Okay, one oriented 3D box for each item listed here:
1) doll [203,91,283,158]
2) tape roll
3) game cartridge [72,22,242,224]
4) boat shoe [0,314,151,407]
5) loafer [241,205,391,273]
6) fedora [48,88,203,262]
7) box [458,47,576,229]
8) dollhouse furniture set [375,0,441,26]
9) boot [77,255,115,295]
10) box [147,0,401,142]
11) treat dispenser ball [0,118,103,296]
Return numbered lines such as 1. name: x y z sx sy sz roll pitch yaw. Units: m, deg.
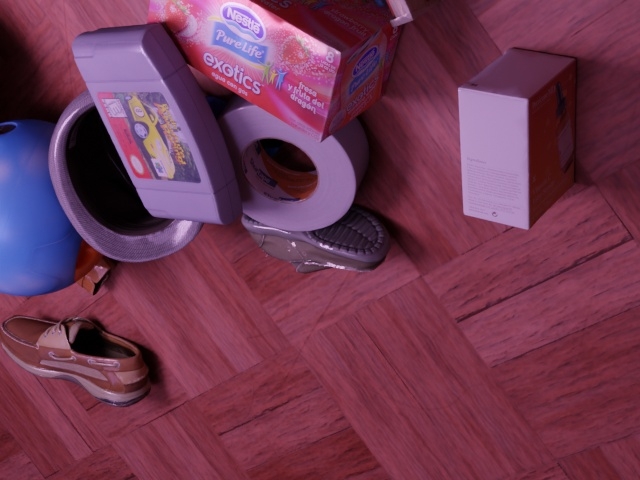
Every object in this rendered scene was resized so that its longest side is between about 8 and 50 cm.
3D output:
1. doll: -0.106 -0.173 1.732 0.189 0.046 0.129 15 128 33
2. tape roll: -0.045 -0.117 1.653 0.219 0.072 0.219 13 136 13
3. game cartridge: -0.218 -0.154 1.638 0.196 0.060 0.294 3 125 43
4. boat shoe: -0.455 0.197 2.241 0.324 0.122 0.120 18 124 20
5. loafer: 0.000 0.000 1.744 0.251 0.094 0.087 16 140 37
6. fedora: -0.281 -0.117 1.829 0.243 0.124 0.275 -21 106 15
7. box: 0.236 -0.122 1.419 0.091 0.130 0.170 16 128 32
8. dollhouse furniture set: 0.031 -0.335 1.442 0.129 0.129 0.184 -12 110 44
9. boot: -0.459 0.044 2.161 0.152 0.073 0.197 44 140 1
10. box: -0.062 -0.278 1.545 0.300 0.154 0.142 33 135 20
11. treat dispenser ball: -0.475 -0.053 1.945 0.288 0.288 0.288 21 130 28
